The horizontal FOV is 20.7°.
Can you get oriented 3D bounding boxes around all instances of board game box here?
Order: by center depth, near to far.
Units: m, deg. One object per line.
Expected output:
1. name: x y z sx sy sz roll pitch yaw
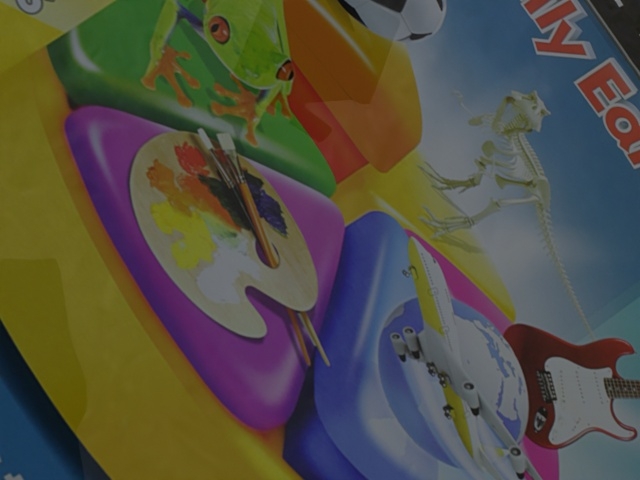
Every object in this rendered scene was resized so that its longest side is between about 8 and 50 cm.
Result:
1. board game box: 0.000 0.000 0.433 0.336 0.079 0.254 -30 -96 -42
